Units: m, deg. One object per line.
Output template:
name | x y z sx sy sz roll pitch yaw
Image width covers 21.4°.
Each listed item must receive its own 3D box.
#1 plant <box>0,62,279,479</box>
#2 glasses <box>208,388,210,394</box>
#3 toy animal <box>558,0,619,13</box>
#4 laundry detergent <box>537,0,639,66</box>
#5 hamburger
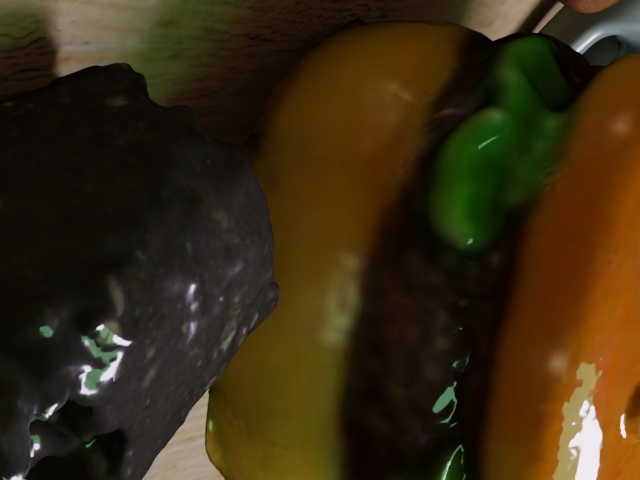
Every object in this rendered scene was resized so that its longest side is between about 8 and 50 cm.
plant | -0.158 0.049 0.835 0.276 0.199 0.188 -41 152 -36
glasses | -0.126 0.104 1.169 0.189 0.088 0.220 -42 175 -20
toy animal | 0.188 -0.234 1.177 0.157 0.097 0.312 -38 158 -1
laundry detergent | 0.274 -0.137 1.361 0.264 0.125 0.398 20 109 -33
hamburger | 0.125 0.055 1.087 0.396 0.277 0.396 13 90 -68
